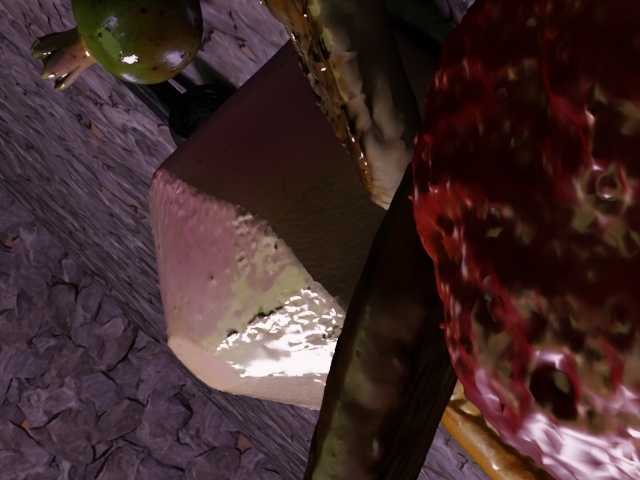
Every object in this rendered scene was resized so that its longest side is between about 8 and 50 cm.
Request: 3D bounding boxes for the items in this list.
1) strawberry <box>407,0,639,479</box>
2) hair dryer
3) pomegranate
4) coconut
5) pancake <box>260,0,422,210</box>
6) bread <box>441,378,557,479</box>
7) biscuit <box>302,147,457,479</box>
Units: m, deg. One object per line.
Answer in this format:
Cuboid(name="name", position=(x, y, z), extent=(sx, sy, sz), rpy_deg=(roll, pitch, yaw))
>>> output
Cuboid(name="strawberry", position=(0.152, -0.042, 0.696), extent=(0.257, 0.257, 0.277), rpy_deg=(26, 141, 56))
Cuboid(name="hair dryer", position=(-0.145, -0.132, 1.710), extent=(0.255, 0.070, 0.128), rpy_deg=(43, 167, 32))
Cuboid(name="pomegranate", position=(-0.161, -0.169, 1.468), extent=(0.114, 0.142, 0.114), rpy_deg=(57, -172, -13))
Cuboid(name="coconut", position=(0.000, 0.000, 1.241), extent=(0.233, 0.245, 0.233), rpy_deg=(41, 167, 11))
Cuboid(name="pancake", position=(-0.024, -0.181, 0.997), extent=(0.356, 0.065, 0.356), rpy_deg=(63, 176, 8))
Cuboid(name="bread", position=(0.195, 0.141, 1.294), extent=(0.288, 0.119, 0.152), rpy_deg=(45, -153, -1))
Cuboid(name="biscuit", position=(0.060, 0.024, 0.953), extent=(0.046, 0.359, 0.359), rpy_deg=(20, 162, 9))
